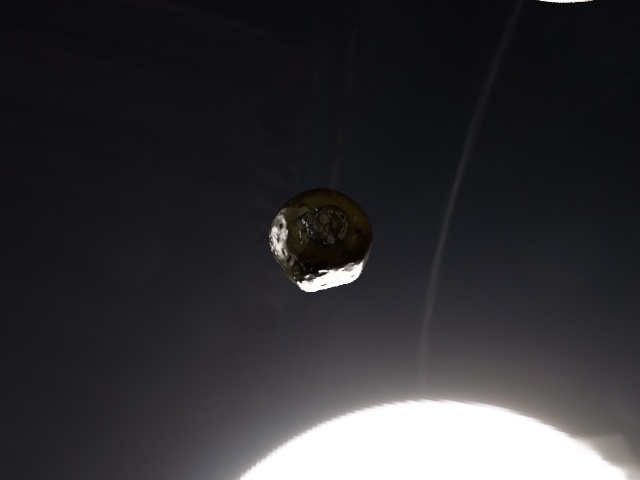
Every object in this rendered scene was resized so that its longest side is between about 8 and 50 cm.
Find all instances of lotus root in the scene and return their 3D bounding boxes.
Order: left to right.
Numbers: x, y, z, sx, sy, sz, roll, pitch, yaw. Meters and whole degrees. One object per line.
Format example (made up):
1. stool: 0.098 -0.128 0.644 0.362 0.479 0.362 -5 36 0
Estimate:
1. lotus root: 0.000 0.000 1.240 0.179 0.089 0.080 90 -13 -79
